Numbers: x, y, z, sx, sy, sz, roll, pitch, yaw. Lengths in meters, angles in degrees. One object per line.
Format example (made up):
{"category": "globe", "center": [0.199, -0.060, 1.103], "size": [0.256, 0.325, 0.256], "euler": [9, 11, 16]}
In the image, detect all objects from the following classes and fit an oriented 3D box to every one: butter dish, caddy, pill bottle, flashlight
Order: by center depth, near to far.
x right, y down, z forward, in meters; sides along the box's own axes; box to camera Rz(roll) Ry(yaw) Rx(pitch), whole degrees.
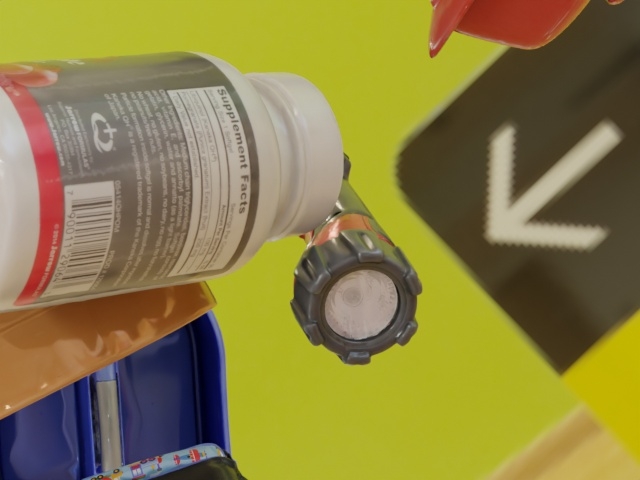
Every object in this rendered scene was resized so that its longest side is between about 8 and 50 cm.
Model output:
{"category": "butter dish", "center": [0.147, -0.188, 1.222], "size": [0.160, 0.118, 0.160], "euler": [-58, 11, 35]}
{"category": "pill bottle", "center": [-0.142, -0.049, 1.427], "size": [0.318, 0.176, 0.176], "euler": [-8, -17, -40]}
{"category": "flashlight", "center": [0.000, 0.000, 1.631], "size": [0.103, 0.103, 0.304], "euler": [-3, 21, -14]}
{"category": "caddy", "center": [-0.214, 0.174, 1.898], "size": [0.241, 0.341, 0.179], "euler": [-5, 3, -12]}

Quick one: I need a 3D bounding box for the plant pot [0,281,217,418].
{"category": "plant pot", "center": [-0.258, 0.029, 1.613], "size": [0.291, 0.203, 0.291], "euler": [-26, 1, 1]}

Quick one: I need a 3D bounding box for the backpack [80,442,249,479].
{"category": "backpack", "center": [-0.106, 0.260, 1.454], "size": [0.158, 0.173, 0.117], "euler": [-19, 31, -5]}
